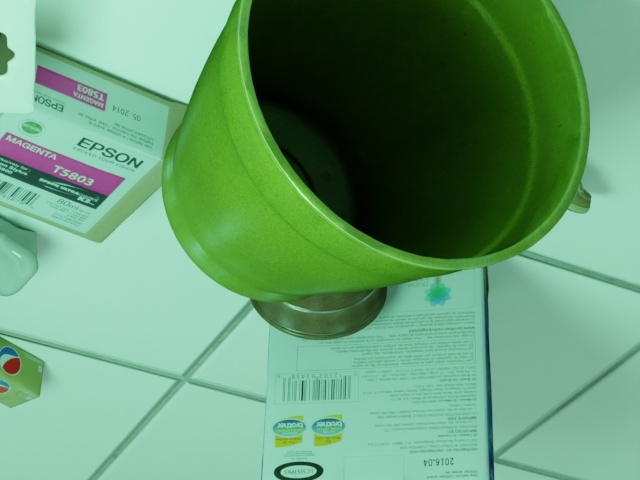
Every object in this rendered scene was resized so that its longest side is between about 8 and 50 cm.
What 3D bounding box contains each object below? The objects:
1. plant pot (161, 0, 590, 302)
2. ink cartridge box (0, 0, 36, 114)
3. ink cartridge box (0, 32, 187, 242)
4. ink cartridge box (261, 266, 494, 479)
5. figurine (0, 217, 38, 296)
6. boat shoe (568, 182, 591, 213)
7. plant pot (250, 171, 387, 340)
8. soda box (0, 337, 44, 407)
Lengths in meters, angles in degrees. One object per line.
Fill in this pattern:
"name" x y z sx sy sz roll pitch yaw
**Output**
"plant pot" 0.014 -0.098 1.723 0.366 0.366 0.353 18 155 -22
"ink cartridge box" -0.445 -0.241 1.689 0.354 0.119 0.207 7 146 -6
"ink cartridge box" -0.293 -0.109 1.909 0.235 0.088 0.193 22 142 -25
"ink cartridge box" 0.071 0.207 2.086 0.270 0.395 0.151 -3 146 8
"figurine" -0.477 0.006 2.098 0.215 0.092 0.209 -28 132 35
"boat shoe" 0.260 -0.081 1.960 0.153 0.056 0.048 33 105 -30
"plant pot" 0.000 0.000 2.006 0.167 0.167 0.165 3 139 -1
"soda box" -0.459 0.159 2.344 0.061 0.058 0.181 -22 140 32
